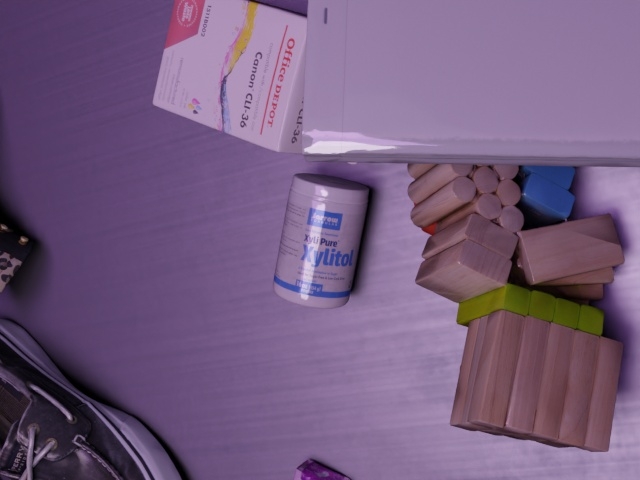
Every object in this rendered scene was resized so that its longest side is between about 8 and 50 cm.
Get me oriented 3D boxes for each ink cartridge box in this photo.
[{"bbox_3d":[-0.047,-0.145,0.822,0.198,0.067,0.115,23,106,33],"label":"ink cartridge box"}]

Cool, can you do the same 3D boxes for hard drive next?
[{"bbox_3d":[0.145,-0.154,0.674,0.307,0.040,0.203,1,82,8],"label":"hard drive"}]

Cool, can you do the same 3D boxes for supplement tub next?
[{"bbox_3d":[0.000,0.000,0.828,0.071,0.071,0.107,16,104,25],"label":"supplement tub"}]

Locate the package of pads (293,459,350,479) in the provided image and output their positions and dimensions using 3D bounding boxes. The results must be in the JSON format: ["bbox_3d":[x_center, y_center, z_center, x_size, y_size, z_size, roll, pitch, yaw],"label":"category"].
[{"bbox_3d":[-0.007,0.253,0.882,0.050,0.032,0.083,21,105,21],"label":"package of pads"}]

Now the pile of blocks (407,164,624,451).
[{"bbox_3d":[0.137,-0.009,0.754,0.112,0.149,0.362,144,117,-69],"label":"pile of blocks"}]

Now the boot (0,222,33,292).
[{"bbox_3d":[-0.380,-0.048,1.008,0.178,0.236,0.085,34,157,-16],"label":"boot"}]

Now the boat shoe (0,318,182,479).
[{"bbox_3d":[-0.286,0.208,0.971,0.335,0.119,0.121,34,110,20],"label":"boat shoe"}]
